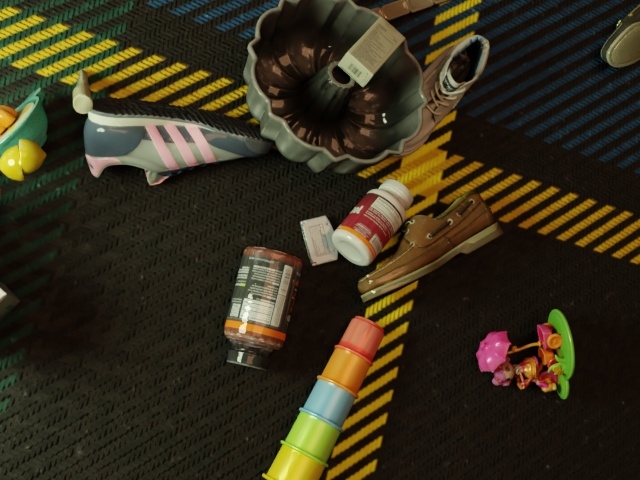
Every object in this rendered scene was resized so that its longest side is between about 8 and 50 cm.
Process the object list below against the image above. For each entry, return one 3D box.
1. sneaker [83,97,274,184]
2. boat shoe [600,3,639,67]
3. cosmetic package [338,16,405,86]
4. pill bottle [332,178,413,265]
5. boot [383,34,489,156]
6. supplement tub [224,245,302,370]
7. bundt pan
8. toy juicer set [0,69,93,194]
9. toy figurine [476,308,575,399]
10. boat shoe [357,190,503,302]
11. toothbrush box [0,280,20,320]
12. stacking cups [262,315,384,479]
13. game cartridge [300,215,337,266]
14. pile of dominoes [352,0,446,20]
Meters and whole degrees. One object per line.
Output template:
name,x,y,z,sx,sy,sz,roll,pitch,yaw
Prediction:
sneaker,-0.240,-0.156,1.420,0.319,0.112,0.131,6,114,-21
boat shoe,0.643,-0.428,1.692,0.228,0.068,0.081,-37,128,-14
cosmetic package,0.087,-0.319,1.411,0.060,0.041,0.115,42,58,-3
pill bottle,0.096,-0.035,1.482,0.086,0.086,0.152,43,67,-6
boot,0.210,-0.270,1.525,0.095,0.123,0.258,36,76,-8
supplement tub,-0.100,0.115,1.405,0.106,0.106,0.198,16,80,-12
bundt pan,0.012,-0.256,1.446,0.331,0.124,0.331,10,66,-22
toy juicer set,-0.466,-0.169,1.288,0.329,0.209,0.089,-50,120,-15
toy figurine,0.365,0.219,1.529,0.159,0.130,0.173,-7,109,-2
boat shoe,0.181,0.009,1.499,0.307,0.111,0.104,-27,86,-26
toothbrush box,-0.598,0.022,1.227,0.126,0.216,0.295,-44,94,-15
stacking cups,0.021,0.282,1.423,0.096,0.096,0.316,33,75,-9
game cartridge,0.000,0.000,1.492,0.056,0.017,0.083,-14,87,-12
pile of dominoes,0.117,-0.511,1.590,0.251,0.040,0.196,-24,89,-25
